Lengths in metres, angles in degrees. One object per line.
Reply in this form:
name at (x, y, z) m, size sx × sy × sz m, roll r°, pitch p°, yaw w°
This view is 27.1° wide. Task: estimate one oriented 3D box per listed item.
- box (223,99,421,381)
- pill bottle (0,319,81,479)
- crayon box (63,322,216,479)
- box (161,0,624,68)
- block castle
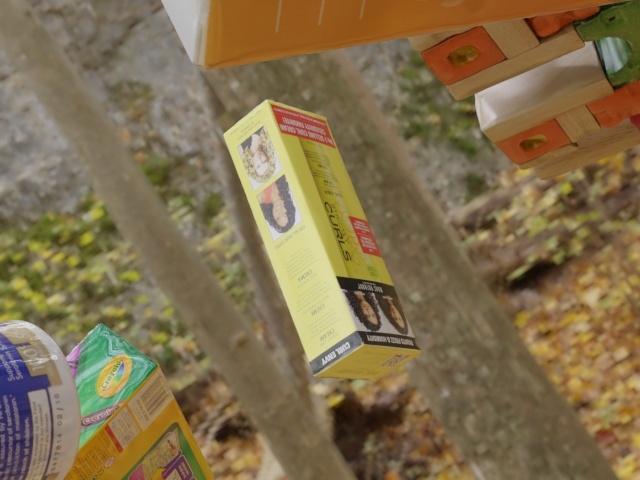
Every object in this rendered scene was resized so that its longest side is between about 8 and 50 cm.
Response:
box at (0.000, 0.000, 1.089) m, size 0.058 × 0.232 × 0.087 m, roll -36°, pitch -29°, yaw 29°
pill bottle at (-0.245, 0.112, 0.773) m, size 0.186 × 0.112 × 0.112 m, roll -8°, pitch -24°, yaw -47°
crayon box at (-0.201, 0.223, 1.257) m, size 0.165 × 0.081 × 0.278 m, roll -47°, pitch -29°, yaw -21°
box at (0.096, -0.219, 0.492) m, size 0.345 × 0.168 × 0.215 m, roll -13°, pitch -39°, yaw -20°
block castle at (0.182, -0.264, 1.072) m, size 0.212 × 0.303 × 0.453 m, roll -22°, pitch -29°, yaw 20°
